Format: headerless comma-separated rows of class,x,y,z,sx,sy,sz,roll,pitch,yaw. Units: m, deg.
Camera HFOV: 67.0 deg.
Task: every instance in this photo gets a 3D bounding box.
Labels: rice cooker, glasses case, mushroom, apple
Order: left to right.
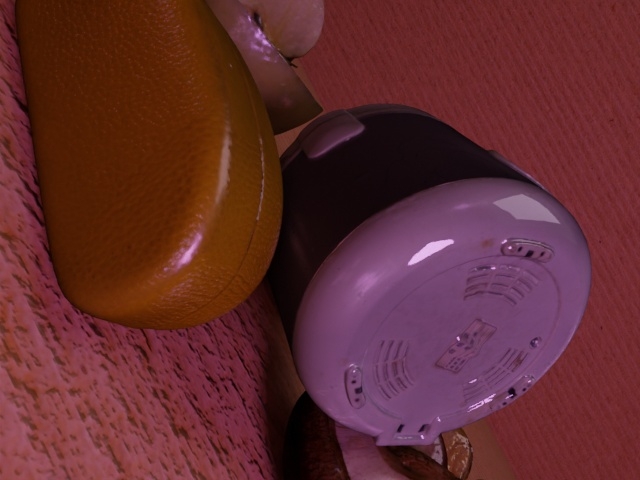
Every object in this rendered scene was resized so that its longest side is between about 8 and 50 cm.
glasses case,-0.141,-0.108,0.429,0.371,0.173,0.141,68,11,22
apple,-0.128,-0.305,0.742,0.258,0.234,0.294,19,61,-52
mushroom,0.044,0.244,0.498,0.194,0.138,0.231,30,25,12
rice cooker,0.084,0.020,0.495,0.288,0.288,0.277,53,6,-34

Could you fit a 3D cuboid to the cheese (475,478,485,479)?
cheese,0.404,0.684,1.092,0.159,0.093,0.262,38,27,-63

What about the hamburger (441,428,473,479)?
hamburger,0.109,0.303,0.645,0.159,0.185,0.131,40,-36,21
